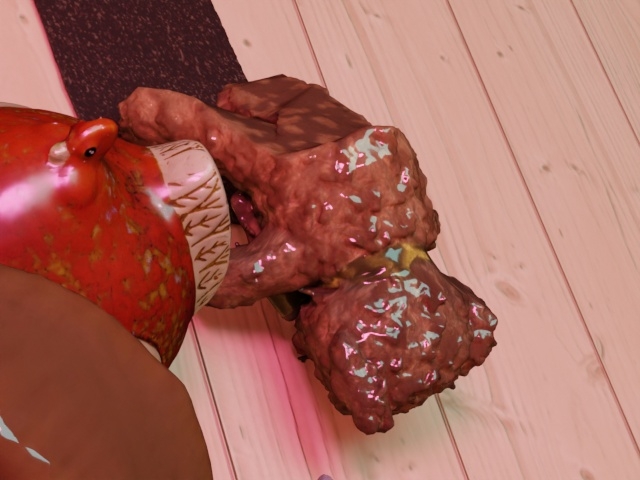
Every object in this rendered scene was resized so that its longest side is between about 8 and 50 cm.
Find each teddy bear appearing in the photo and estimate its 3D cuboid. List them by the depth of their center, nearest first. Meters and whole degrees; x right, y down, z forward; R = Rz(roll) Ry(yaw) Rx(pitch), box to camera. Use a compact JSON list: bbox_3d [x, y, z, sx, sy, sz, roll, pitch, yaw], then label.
[{"bbox_3d":[-0.007,-0.001,1.423,0.296,0.222,0.246,18,21,40],"label":"teddy bear"}]

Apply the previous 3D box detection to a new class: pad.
[{"bbox_3d":[-0.143,-0.148,1.541,0.220,0.004,0.330,7,50,-44],"label":"pad"}]

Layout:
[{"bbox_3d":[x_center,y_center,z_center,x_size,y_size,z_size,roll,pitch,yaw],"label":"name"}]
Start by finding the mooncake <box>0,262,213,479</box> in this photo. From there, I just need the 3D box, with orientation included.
[{"bbox_3d":[-0.196,0.146,0.932,0.284,0.284,0.155,42,28,-6],"label":"mooncake"}]

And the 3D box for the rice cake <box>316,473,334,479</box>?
[{"bbox_3d":[-0.044,0.282,1.151,0.072,0.056,0.365,36,34,-5],"label":"rice cake"}]

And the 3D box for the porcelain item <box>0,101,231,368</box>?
[{"bbox_3d":[-0.176,0.000,1.150,0.253,0.253,0.253,29,37,-25],"label":"porcelain item"}]
